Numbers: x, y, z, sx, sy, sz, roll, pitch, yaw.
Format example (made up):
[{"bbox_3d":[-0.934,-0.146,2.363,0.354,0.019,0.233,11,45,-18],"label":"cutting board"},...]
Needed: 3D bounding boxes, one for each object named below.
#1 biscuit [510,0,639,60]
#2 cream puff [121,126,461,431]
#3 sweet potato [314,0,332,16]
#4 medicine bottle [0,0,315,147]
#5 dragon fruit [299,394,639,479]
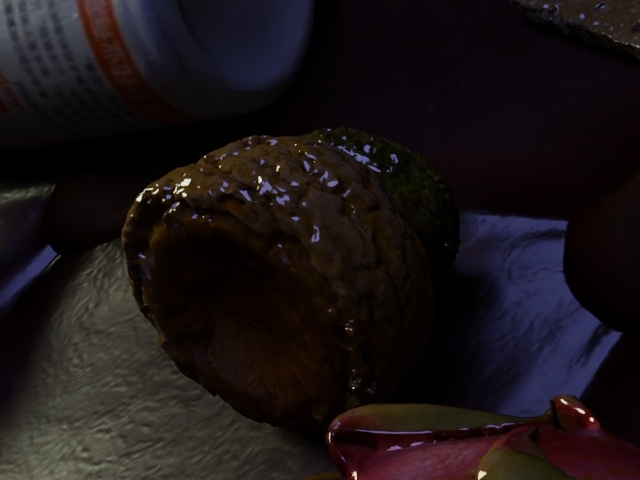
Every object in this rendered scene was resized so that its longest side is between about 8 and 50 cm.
[{"bbox_3d":[0.234,-0.167,1.090,0.131,0.025,0.231,-40,34,-10],"label":"biscuit"},{"bbox_3d":[0.000,0.000,0.953,0.183,0.183,0.169,1,33,41],"label":"cream puff"},{"bbox_3d":[-0.076,-0.238,1.408,0.273,0.075,0.075,19,58,45],"label":"sweet potato"},{"bbox_3d":[-0.208,-0.181,1.307,0.371,0.211,0.211,-5,42,35],"label":"medicine bottle"},{"bbox_3d":[0.051,0.181,0.638,0.307,0.243,0.227,130,147,-57],"label":"dragon fruit"}]
